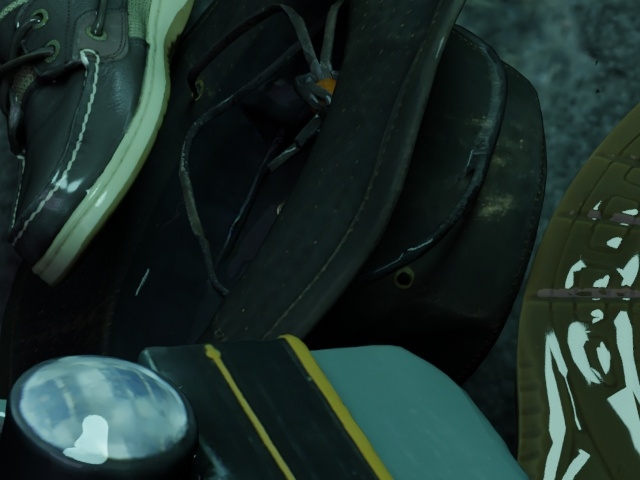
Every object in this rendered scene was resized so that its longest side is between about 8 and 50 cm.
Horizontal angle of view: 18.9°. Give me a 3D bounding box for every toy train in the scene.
[{"bbox_3d":[-0.052,0.175,0.609,0.142,0.190,0.334,54,139,48],"label":"toy train"}]

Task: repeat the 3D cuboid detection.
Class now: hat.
[{"bbox_3d":[0.000,0.000,0.763,0.331,0.134,0.331,-45,28,32],"label":"hat"}]

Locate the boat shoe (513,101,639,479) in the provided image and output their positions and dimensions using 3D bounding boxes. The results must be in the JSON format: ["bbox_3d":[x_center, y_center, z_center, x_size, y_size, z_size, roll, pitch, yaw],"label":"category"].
[{"bbox_3d":[0.130,0.084,0.725,0.121,0.110,0.341,13,62,22],"label":"boat shoe"}]

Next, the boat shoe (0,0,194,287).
[{"bbox_3d":[-0.104,-0.071,0.798,0.080,0.073,0.223,-46,21,35],"label":"boat shoe"}]
